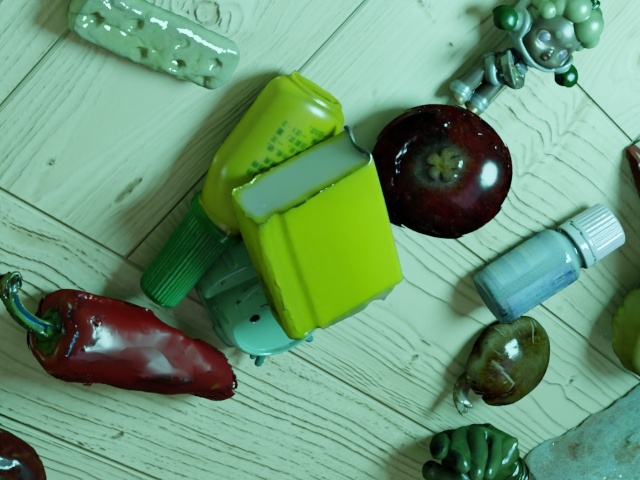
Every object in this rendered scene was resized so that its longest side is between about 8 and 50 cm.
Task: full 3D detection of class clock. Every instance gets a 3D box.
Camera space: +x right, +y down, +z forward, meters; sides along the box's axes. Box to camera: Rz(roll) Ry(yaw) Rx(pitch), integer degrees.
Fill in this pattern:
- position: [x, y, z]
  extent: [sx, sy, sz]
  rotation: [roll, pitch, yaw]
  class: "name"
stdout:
- position: [-0.058, 0.074, 1.631]
  extent: [0.159, 0.066, 0.210]
  rotation: [-25, 136, -9]
  class: "clock"

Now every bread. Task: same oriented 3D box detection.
- position: [0.523, 0.116, 1.986]
  extent: [0.213, 0.104, 0.213]
  rotation: [-19, 133, -21]
  class: "bread"

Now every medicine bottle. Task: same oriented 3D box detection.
- position: [0.309, 0.028, 1.799]
  extent: [0.203, 0.083, 0.083]
  rotation: [-31, 136, -2]
  class: "medicine bottle"
- position: [-0.095, -0.049, 1.497]
  extent: [0.111, 0.076, 0.309]
  rotation: [26, 109, -40]
  class: "medicine bottle"

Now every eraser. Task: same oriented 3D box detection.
- position: [0.000, 0.000, 1.501]
  extent: [0.158, 0.069, 0.226]
  rotation: [-31, 139, -12]
  class: "eraser"

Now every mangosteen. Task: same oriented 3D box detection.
- position: [0.141, -0.074, 1.571]
  extent: [0.166, 0.166, 0.180]
  rotation: [-33, 162, -3]
  class: "mangosteen"

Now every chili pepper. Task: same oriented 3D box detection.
- position: [-0.225, 0.126, 1.553]
  extent: [0.388, 0.110, 0.110]
  rotation: [22, 112, -45]
  class: "chili pepper"

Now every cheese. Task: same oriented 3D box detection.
- position: [-0.167, -0.204, 1.349]
  extent: [0.194, 0.043, 0.065]
  rotation: [20, 112, -41]
  class: "cheese"

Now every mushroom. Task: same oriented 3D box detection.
- position: [0.256, 0.184, 1.902]
  extent: [0.170, 0.080, 0.135]
  rotation: [-45, 125, 5]
  class: "mushroom"

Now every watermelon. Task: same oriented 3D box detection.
- position: [0.446, 0.393, 2.109]
  extent: [0.258, 0.387, 0.228]
  rotation: [13, 157, 8]
  class: "watermelon"

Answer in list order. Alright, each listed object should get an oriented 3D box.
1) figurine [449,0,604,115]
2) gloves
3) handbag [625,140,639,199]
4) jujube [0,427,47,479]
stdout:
- position: [0.240, -0.218, 1.547]
  extent: [0.147, 0.093, 0.197]
  rotation: [35, 104, -32]
  class: "figurine"
- position: [0.230, 0.327, 1.988]
  extent: [0.135, 0.107, 0.268]
  rotation: [-37, 154, 12]
  class: "gloves"
- position: [0.539, -0.029, 1.807]
  extent: [0.171, 0.151, 0.298]
  rotation: [-31, 101, -1]
  class: "handbag"
- position: [-0.436, 0.285, 1.512]
  extent: [0.243, 0.183, 0.183]
  rotation: [1, 125, -43]
  class: "jujube"
